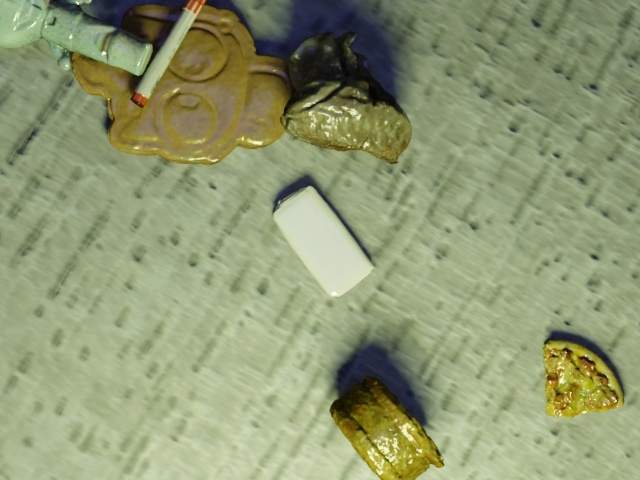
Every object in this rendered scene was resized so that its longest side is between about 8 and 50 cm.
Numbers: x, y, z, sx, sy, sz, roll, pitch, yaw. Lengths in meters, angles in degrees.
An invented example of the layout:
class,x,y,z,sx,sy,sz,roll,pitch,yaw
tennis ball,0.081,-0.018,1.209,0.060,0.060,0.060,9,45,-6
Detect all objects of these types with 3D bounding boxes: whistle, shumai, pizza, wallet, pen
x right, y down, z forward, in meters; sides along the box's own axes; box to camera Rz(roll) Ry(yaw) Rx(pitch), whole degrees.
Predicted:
class,x,y,z,sx,sy,sz,roll,pitch,yaw
whistle,-0.433,-0.352,1.532,0.346,0.134,0.142,22,74,-2
shumai,0.052,-0.238,1.557,0.218,0.184,0.185,11,88,-13
pizza,0.437,0.249,1.648,0.175,0.046,0.134,30,84,-5
wallet,0.000,0.000,1.618,0.095,0.033,0.190,-39,93,-8
pen,-0.237,-0.320,1.564,0.028,0.028,0.239,29,81,-4

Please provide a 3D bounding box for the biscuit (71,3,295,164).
class,x,y,z,sx,sy,sz,roll,pitch,yaw
biscuit,-0.222,-0.262,1.598,0.376,0.051,0.269,9,85,-6

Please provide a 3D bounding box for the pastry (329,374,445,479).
class,x,y,z,sx,sy,sz,roll,pitch,yaw
pastry,0.103,0.308,1.542,0.103,0.189,0.189,-40,92,-4
